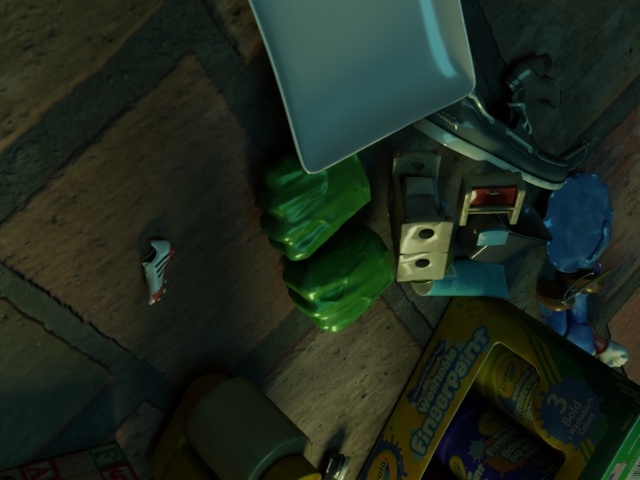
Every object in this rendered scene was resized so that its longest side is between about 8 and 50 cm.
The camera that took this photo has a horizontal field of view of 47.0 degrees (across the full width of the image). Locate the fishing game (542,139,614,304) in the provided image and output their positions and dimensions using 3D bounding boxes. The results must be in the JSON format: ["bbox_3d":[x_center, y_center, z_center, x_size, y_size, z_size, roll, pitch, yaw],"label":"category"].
[{"bbox_3d":[0.453,-0.034,1.310,0.189,0.041,0.264,-31,114,-24],"label":"fishing game"}]

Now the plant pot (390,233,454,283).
[{"bbox_3d":[0.146,0.009,1.106,0.083,0.083,0.079,-43,121,-9],"label":"plant pot"}]

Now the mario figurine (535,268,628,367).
[{"bbox_3d":[0.510,0.220,1.424,0.198,0.170,0.320,-10,118,7],"label":"mario figurine"}]

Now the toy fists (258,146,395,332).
[{"bbox_3d":[0.000,0.000,0.975,0.142,0.096,0.279,-40,131,-26],"label":"toy fists"}]

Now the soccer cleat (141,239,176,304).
[{"bbox_3d":[-0.202,0.037,0.889,0.036,0.029,0.083,13,103,-32],"label":"soccer cleat"}]

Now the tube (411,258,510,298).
[{"bbox_3d":[0.241,0.061,1.215,0.207,0.052,0.080,1,80,-37],"label":"tube"}]

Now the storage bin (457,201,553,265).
[{"bbox_3d":[0.289,-0.015,1.194,0.135,0.098,0.091,11,135,-41],"label":"storage bin"}]

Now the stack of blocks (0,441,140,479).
[{"bbox_3d":[-0.339,0.425,0.962,0.171,0.087,0.297,-8,119,-34],"label":"stack of blocks"}]

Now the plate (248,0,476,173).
[{"bbox_3d":[0.048,-0.257,0.871,0.277,0.045,0.278,-30,118,-22],"label":"plate"}]

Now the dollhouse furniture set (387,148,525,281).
[{"bbox_3d":[0.192,-0.038,0.999,0.184,0.129,0.129,-3,142,0],"label":"dollhouse furniture set"}]

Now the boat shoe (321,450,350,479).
[{"bbox_3d":[0.012,0.414,1.255,0.046,0.038,0.125,-51,164,-68],"label":"boat shoe"}]

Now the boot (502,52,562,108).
[{"bbox_3d":[0.321,-0.227,1.127,0.087,0.042,0.118,-37,130,-6],"label":"boot"}]

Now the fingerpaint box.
[{"bbox_3d":[0.292,0.362,1.209,0.163,0.371,0.444,16,105,-41],"label":"fingerpaint box"}]

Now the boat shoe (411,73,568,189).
[{"bbox_3d":[0.272,-0.156,1.076,0.320,0.116,0.099,15,109,-36],"label":"boat shoe"}]

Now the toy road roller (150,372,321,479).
[{"bbox_3d":[-0.101,0.355,1.036,0.241,0.202,0.329,5,117,-52],"label":"toy road roller"}]
